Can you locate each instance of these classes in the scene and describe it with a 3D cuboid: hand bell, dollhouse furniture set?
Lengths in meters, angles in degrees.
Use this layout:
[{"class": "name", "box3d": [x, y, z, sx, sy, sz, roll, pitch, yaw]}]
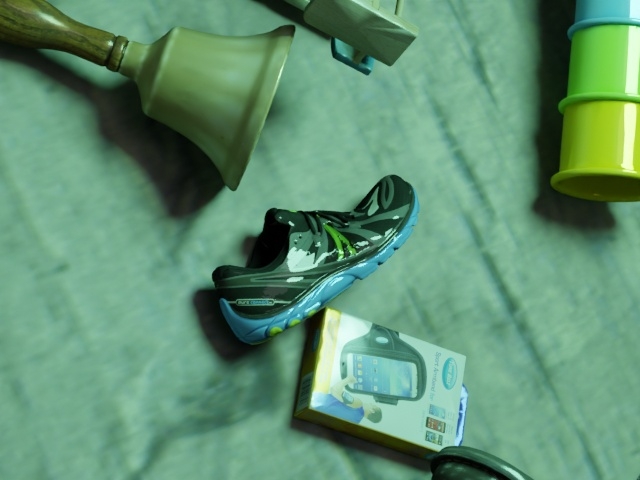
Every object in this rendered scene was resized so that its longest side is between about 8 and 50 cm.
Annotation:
[{"class": "hand bell", "box3d": [-0.152, -0.133, 1.223, 0.242, 0.126, 0.126, 19, 62, -6]}, {"class": "dollhouse furniture set", "box3d": [-0.007, -0.200, 1.266, 0.129, 0.129, 0.184, 26, 47, -17]}]

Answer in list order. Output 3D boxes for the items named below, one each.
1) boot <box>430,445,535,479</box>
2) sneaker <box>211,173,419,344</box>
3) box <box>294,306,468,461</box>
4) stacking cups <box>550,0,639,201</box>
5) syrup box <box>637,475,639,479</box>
[{"class": "boot", "box3d": [0.099, 0.296, 1.179, 0.229, 0.091, 0.263, -33, 91, -34]}, {"class": "sneaker", "box3d": [0.000, 0.000, 1.254, 0.188, 0.067, 0.078, -35, 96, -31]}, {"class": "box", "box3d": [0.052, 0.108, 1.264, 0.136, 0.028, 0.081, 19, 63, -19]}, {"class": "stacking cups", "box3d": [0.240, -0.192, 1.414, 0.096, 0.096, 0.316, 10, 75, -25]}, {"class": "syrup box", "box3d": [0.290, 0.213, 1.311, 0.096, 0.093, 0.237, 46, 57, -6]}]
